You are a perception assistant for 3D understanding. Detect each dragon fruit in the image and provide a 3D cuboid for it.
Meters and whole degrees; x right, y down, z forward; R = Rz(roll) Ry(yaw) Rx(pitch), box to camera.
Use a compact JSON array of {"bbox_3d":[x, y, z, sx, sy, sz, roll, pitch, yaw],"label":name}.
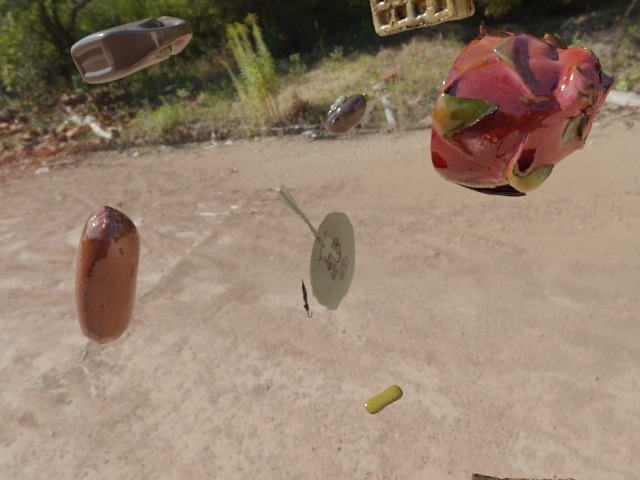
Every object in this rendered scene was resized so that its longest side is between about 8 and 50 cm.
[{"bbox_3d":[0.354,-0.211,0.862,0.226,0.305,0.305,26,47,34],"label":"dragon fruit"}]

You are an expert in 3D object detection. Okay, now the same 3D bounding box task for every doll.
[{"bbox_3d":[0.076,-0.379,1.466,0.145,0.096,0.188,-34,13,20],"label":"doll"}]

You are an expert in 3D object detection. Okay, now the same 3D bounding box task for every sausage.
[{"bbox_3d":[-0.260,0.047,0.604,0.077,0.194,0.077,13,31,-8],"label":"sausage"}]

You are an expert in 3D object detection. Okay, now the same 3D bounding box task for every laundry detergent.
[{"bbox_3d":[-0.293,-0.351,0.875,0.171,0.076,0.237,2,32,36],"label":"laundry detergent"}]

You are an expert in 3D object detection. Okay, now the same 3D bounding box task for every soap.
[{"bbox_3d":[0.135,0.337,1.052,0.089,0.012,0.034,-25,58,-18],"label":"soap"}]

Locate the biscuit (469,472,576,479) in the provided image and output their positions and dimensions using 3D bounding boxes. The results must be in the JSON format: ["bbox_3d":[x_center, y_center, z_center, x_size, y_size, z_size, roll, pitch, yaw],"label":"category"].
[{"bbox_3d":[0.222,0.303,0.565,0.035,0.199,0.064,30,62,-2],"label":"biscuit"}]

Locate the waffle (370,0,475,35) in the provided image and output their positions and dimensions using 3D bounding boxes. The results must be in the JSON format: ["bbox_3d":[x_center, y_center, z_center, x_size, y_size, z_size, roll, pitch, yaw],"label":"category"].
[{"bbox_3d":[0.221,-0.709,1.195,0.114,0.375,0.261,-30,25,-38],"label":"waffle"}]

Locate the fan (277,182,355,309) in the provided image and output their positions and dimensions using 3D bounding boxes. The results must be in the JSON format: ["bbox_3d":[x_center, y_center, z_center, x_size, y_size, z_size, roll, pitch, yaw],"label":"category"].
[{"bbox_3d":[-0.001,0.000,1.102,0.012,0.414,0.232,4,60,28],"label":"fan"}]

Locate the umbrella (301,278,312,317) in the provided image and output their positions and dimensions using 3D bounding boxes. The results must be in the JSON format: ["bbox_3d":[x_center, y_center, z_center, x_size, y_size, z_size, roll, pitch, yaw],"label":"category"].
[{"bbox_3d":[-0.041,0.163,1.383,0.022,0.122,0.013,-30,26,-37],"label":"umbrella"}]
